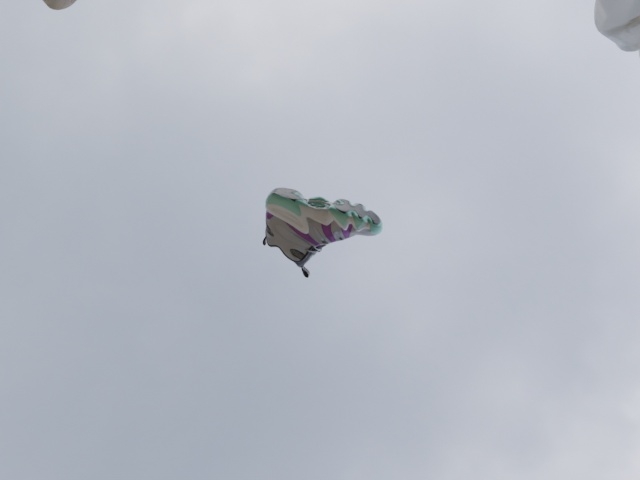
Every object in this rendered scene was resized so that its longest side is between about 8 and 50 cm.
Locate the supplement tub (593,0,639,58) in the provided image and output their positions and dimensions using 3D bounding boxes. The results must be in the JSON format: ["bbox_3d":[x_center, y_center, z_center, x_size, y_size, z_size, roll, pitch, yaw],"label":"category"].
[{"bbox_3d":[0.366,-0.161,1.310,0.191,0.272,0.191,-55,-165,23],"label":"supplement tub"}]

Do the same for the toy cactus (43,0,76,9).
[{"bbox_3d":[-0.276,-0.290,1.587,0.219,0.112,0.180,-44,-122,20],"label":"toy cactus"}]

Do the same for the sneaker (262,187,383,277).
[{"bbox_3d":[0.000,0.000,1.396,0.098,0.038,0.069,15,-69,15],"label":"sneaker"}]
